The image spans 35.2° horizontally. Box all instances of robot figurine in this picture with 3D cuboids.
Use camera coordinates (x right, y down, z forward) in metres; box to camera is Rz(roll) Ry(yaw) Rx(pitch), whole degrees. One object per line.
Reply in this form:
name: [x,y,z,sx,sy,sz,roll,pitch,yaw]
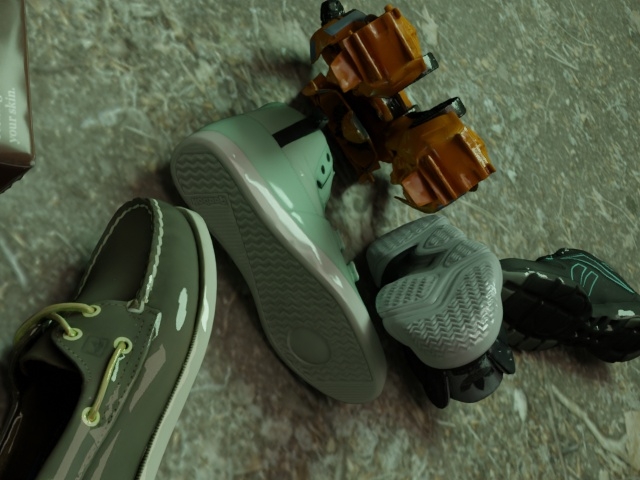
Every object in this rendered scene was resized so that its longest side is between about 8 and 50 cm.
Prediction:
robot figurine: [0.052,-0.110,0.854,0.211,0.085,0.291,58,-2,-8]

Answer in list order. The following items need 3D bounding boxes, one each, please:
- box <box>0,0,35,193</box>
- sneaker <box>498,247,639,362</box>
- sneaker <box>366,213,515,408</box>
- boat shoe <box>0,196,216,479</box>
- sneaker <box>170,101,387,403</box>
box: [-0.348,-0.127,0.504,0.381,0.143,0.191,12,63,-44]
sneaker: [0.255,0.061,1.083,0.267,0.101,0.106,19,36,-38]
sneaker: [0.115,0.078,0.840,0.153,0.101,0.268,63,3,-16]
boat shoe: [-0.144,0.093,0.622,0.091,0.109,0.305,36,52,-35]
sneaker: [0.000,-0.001,0.831,0.256,0.094,0.151,58,38,-8]
